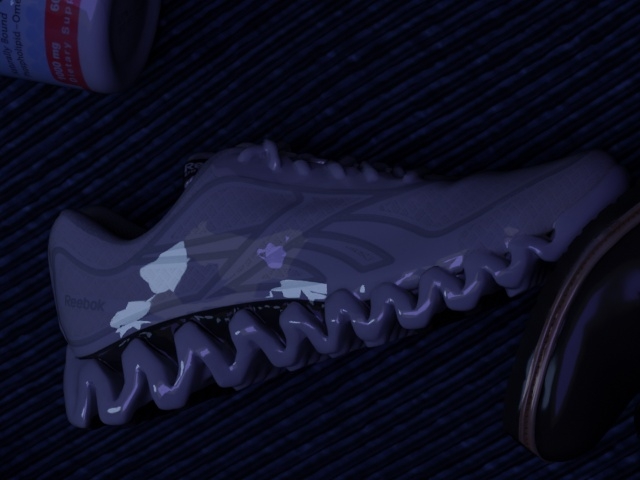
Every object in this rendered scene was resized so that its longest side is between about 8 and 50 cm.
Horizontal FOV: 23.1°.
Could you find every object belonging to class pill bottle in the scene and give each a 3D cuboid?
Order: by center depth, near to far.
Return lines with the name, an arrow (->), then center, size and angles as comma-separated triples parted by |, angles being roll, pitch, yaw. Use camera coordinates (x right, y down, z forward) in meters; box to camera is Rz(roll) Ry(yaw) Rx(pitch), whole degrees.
pill bottle -> -0.164, -0.125, 0.756 | 0.160, 0.087, 0.087 | 11, 99, 11

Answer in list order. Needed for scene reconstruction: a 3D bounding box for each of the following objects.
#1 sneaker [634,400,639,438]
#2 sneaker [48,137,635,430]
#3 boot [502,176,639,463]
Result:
sneaker -> 0.191, 0.122, 0.709 | 0.130, 0.109, 0.286 | 26, 87, 23
sneaker -> 0.000, 0.000, 0.735 | 0.292, 0.110, 0.118 | -17, 85, 13
boot -> 0.177, 0.029, 0.648 | 0.137, 0.077, 0.198 | 31, 88, 38
